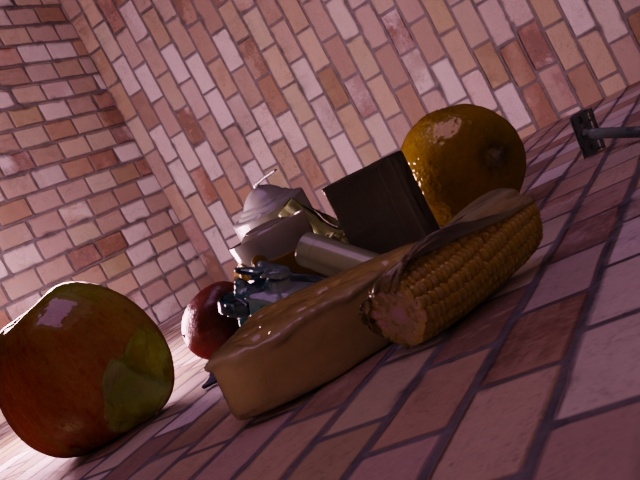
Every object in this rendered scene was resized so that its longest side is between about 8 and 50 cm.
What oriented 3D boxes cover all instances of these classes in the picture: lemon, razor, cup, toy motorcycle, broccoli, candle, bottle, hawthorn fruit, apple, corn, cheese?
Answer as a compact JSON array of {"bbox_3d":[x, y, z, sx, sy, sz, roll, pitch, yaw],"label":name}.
[{"bbox_3d":[0.299,-0.157,1.798,0.293,0.293,0.293,-28,4,2],"label":"lemon"},{"bbox_3d":[0.656,-0.238,1.875,0.068,0.106,0.232,-30,15,-14],"label":"razor"},{"bbox_3d":[-0.085,0.070,1.824,0.241,0.226,0.185,-26,5,46],"label":"cup"},{"bbox_3d":[-0.056,0.114,1.606,0.260,0.154,0.206,7,19,31],"label":"toy motorcycle"},{"bbox_3d":[0.000,0.000,1.999,0.247,0.243,0.263,-45,6,-28],"label":"broccoli"},{"bbox_3d":[-0.095,-0.011,2.205,0.221,0.342,0.221,-28,9,5],"label":"candle"},{"bbox_3d":[-0.197,0.247,1.687,0.066,0.033,0.190,-27,3,4],"label":"razor"},{"bbox_3d":[0.052,0.043,1.577,0.201,0.072,0.072,18,32,32],"label":"bottle"},{"bbox_3d":[-0.226,0.181,1.845,0.188,0.169,0.169,-29,2,44],"label":"hawthorn fruit"},{"bbox_3d":[-0.464,0.243,1.636,0.340,0.339,0.339,-28,4,2],"label":"apple"},{"bbox_3d":[0.182,0.032,1.139,0.305,0.122,0.123,-33,4,-34],"label":"corn"},{"bbox_3d":[-0.021,0.144,1.247,0.384,0.104,0.384,-27,3,1],"label":"cheese"}]

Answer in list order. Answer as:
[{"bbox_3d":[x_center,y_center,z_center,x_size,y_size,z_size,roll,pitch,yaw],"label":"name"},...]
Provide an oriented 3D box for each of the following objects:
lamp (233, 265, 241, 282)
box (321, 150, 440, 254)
[{"bbox_3d":[-0.146,0.103,2.423,0.185,0.161,0.161,-31,5,-33],"label":"lamp"},{"bbox_3d":[0.134,-0.040,1.653,0.155,0.231,0.149,-26,4,19],"label":"box"}]
